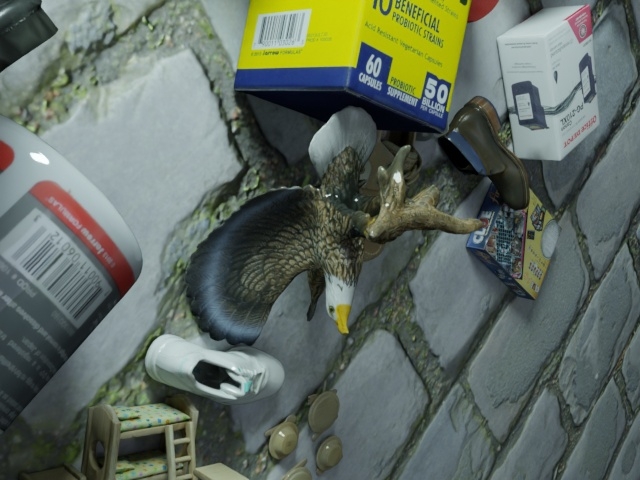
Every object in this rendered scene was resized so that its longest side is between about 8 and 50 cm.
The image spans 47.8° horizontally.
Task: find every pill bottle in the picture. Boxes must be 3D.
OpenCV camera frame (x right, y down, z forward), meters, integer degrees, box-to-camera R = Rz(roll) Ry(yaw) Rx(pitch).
[{"bbox_3d":[-0.330,0.085,0.556,0.363,0.210,0.210,-52,131,-24],"label":"pill bottle"}]

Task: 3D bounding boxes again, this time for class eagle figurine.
[{"bbox_3d":[-0.002,0.010,0.863,0.226,0.298,0.225,41,53,-25],"label":"eagle figurine"}]

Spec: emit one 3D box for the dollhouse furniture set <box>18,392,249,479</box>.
[{"bbox_3d":[-0.193,0.237,0.764,0.182,0.161,0.101,4,96,-47],"label":"dollhouse furniture set"}]

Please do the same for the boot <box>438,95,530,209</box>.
[{"bbox_3d":[0.274,-0.124,1.227,0.106,0.082,0.219,-38,109,-22],"label":"boot"}]

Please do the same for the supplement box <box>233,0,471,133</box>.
[{"bbox_3d":[0.057,-0.328,0.872,0.194,0.195,0.356,10,91,-47],"label":"supplement box"}]

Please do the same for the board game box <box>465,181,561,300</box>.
[{"bbox_3d":[0.376,-0.007,1.382,0.243,0.042,0.165,37,72,-44],"label":"board game box"}]

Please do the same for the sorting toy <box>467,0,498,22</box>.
[{"bbox_3d":[0.221,-0.513,1.093,0.126,0.127,0.365,-35,124,-71],"label":"sorting toy"}]

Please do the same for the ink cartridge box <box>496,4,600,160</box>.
[{"bbox_3d":[0.424,-0.287,1.327,0.172,0.100,0.237,-37,123,-34],"label":"ink cartridge box"}]

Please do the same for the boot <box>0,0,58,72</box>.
[{"bbox_3d":[-0.330,-0.187,0.404,0.131,0.348,0.260,-55,137,-31],"label":"boot"}]

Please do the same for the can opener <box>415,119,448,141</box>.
[{"bbox_3d":[0.144,-0.288,1.078,0.095,0.076,0.283,-62,145,-64],"label":"can opener"}]

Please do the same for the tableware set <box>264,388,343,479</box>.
[{"bbox_3d":[-0.018,0.306,1.063,0.141,0.020,0.168,-26,118,-37],"label":"tableware set"}]

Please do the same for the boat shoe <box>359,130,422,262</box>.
[{"bbox_3d":[0.087,-0.113,1.020,0.109,0.098,0.302,4,96,-46],"label":"boat shoe"}]

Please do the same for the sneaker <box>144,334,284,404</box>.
[{"bbox_3d":[-0.107,0.171,0.887,0.212,0.094,0.080,20,83,-47],"label":"sneaker"}]
